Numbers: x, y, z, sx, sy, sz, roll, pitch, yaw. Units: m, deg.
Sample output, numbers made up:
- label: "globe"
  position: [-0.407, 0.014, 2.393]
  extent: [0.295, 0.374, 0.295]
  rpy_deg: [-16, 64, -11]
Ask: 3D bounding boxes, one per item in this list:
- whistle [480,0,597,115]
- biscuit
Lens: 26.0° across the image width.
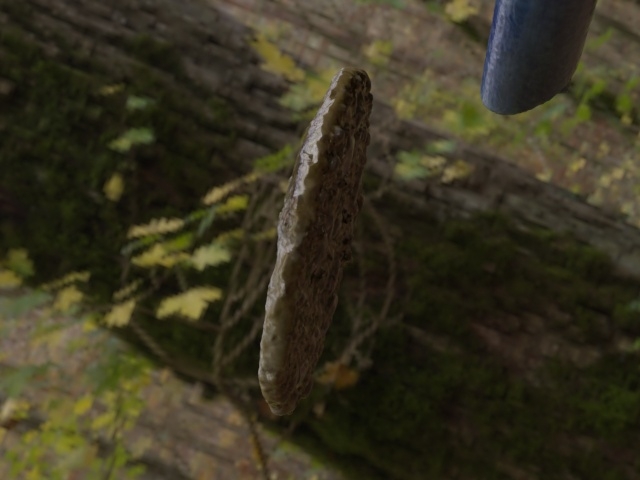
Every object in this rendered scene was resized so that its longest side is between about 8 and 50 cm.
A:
- label: "whistle"
  position: [0.132, -0.155, 0.774]
  extent: [0.304, 0.062, 0.062]
  rpy_deg: [88, -161, -67]
- label: "biscuit"
  position: [-0.001, 0.000, 0.840]
  extent: [0.220, 0.033, 0.220]
  rpy_deg: [12, -90, -83]
